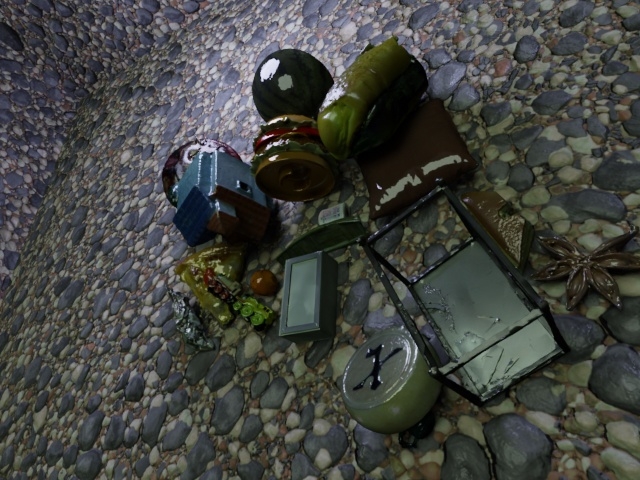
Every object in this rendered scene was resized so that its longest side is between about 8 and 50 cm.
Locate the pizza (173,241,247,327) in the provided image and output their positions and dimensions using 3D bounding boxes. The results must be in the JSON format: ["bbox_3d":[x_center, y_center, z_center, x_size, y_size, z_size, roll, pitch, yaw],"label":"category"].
[{"bbox_3d":[-0.330,0.137,1.470,0.279,0.075,0.288,-27,58,4],"label":"pizza"}]

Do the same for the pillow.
[{"bbox_3d":[0.241,-0.223,1.258,0.305,0.108,0.308,-30,44,20],"label":"pillow"}]

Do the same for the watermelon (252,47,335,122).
[{"bbox_3d":[-0.085,-0.492,1.553,0.279,0.279,0.359,-40,50,10],"label":"watermelon"}]

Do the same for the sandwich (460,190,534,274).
[{"bbox_3d":[0.412,-0.041,1.036,0.088,0.090,0.244,-38,48,16],"label":"sandwich"}]

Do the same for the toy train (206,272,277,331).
[{"bbox_3d":[-0.242,0.177,1.364,0.249,0.053,0.085,32,64,28],"label":"toy train"}]

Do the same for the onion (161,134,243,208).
[{"bbox_3d":[-0.420,-0.220,1.684,0.313,0.232,0.314,-3,63,6],"label":"onion"}]

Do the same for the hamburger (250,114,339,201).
[{"bbox_3d":[-0.080,-0.266,1.419,0.274,0.274,0.212,-18,59,28],"label":"hamburger"}]

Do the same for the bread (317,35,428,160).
[{"bbox_3d":[0.139,-0.400,1.292,0.251,0.208,0.377,-21,30,53],"label":"bread"}]

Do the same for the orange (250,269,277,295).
[{"bbox_3d":[-0.170,0.128,1.373,0.083,0.083,0.084,-18,54,27],"label":"orange"}]

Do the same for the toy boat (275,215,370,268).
[{"bbox_3d":[0.000,0.000,1.320,0.292,0.093,0.055,-23,34,23],"label":"toy boat"}]

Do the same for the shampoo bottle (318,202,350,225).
[{"bbox_3d":[0.037,-0.067,1.363,0.099,0.043,0.072,-17,54,29],"label":"shampoo bottle"}]

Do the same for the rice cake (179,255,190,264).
[{"bbox_3d":[-0.430,0.086,1.622,0.206,0.036,0.047,7,63,39],"label":"rice cake"}]

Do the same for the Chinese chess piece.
[{"bbox_3d":[0.147,0.289,0.977,0.237,0.092,0.238,-39,19,17],"label":"Chinese chess piece"}]

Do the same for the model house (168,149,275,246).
[{"bbox_3d":[-0.293,-0.074,1.420,0.252,0.294,0.329,-48,37,24],"label":"model house"}]

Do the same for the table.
[{"bbox_3d":[0.279,0.104,0.920,0.222,0.272,0.335,-37,48,12],"label":"table"}]

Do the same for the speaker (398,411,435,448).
[{"bbox_3d":[0.196,0.389,0.967,0.075,0.060,0.095,31,119,44],"label":"speaker"}]

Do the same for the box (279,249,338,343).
[{"bbox_3d":[-0.032,0.154,1.250,0.129,0.086,0.225,-15,56,29],"label":"box"}]

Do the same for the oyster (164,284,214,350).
[{"bbox_3d":[-0.442,0.243,1.473,0.087,0.200,0.252,-21,17,-29],"label":"oyster"}]

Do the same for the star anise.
[{"bbox_3d":[0.528,0.062,0.911,0.207,0.063,0.172,-8,63,29],"label":"star anise"}]
